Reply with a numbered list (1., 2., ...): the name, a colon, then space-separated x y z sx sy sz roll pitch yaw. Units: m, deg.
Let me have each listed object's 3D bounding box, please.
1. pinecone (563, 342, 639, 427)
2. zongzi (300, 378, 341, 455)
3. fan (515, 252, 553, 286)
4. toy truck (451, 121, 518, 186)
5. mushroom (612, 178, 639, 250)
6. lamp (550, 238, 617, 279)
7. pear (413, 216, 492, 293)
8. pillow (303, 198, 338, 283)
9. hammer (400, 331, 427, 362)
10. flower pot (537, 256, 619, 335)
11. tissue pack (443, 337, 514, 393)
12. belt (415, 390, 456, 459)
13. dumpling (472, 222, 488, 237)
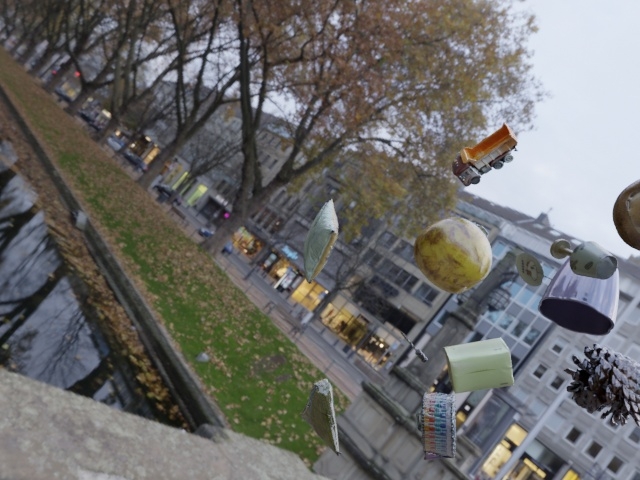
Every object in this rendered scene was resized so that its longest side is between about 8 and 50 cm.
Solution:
1. pinecone: 1.027 0.516 1.686 0.299 0.241 0.296 -2 18 -41
2. zongzi: 0.029 0.740 1.985 0.115 0.228 0.256 -8 39 -34
3. fan: 1.115 0.171 2.402 0.329 0.009 0.190 34 -40 61
4. toy truck: 0.665 -0.341 1.919 0.135 0.270 0.114 35 36 -27
5. mushroom: 1.006 -0.080 1.402 0.253 0.253 0.153 36 12 34
6. lamp: 0.859 0.053 1.558 0.121 0.121 0.214 42 4 -19
7. pear: 0.482 0.052 1.720 0.281 0.280 0.280 40 -5 5
8. pillow: 0.000 0.000 2.218 0.119 0.309 0.312 16 28 -12
9. hammer: 0.402 0.460 2.105 0.058 0.029 0.292 52 0 -12
10. flower pot: 0.991 0.192 1.800 0.265 0.243 0.265 24 -23 11
11. tissue pack: 0.618 0.488 1.851 0.125 0.235 0.159 -81 160 -72
12. belt: 0.479 0.763 1.971 0.161 0.206 0.294 1 -52 17
13. dumpling: 0.576 0.019 1.910 0.155 0.181 0.111 40 -17 18
